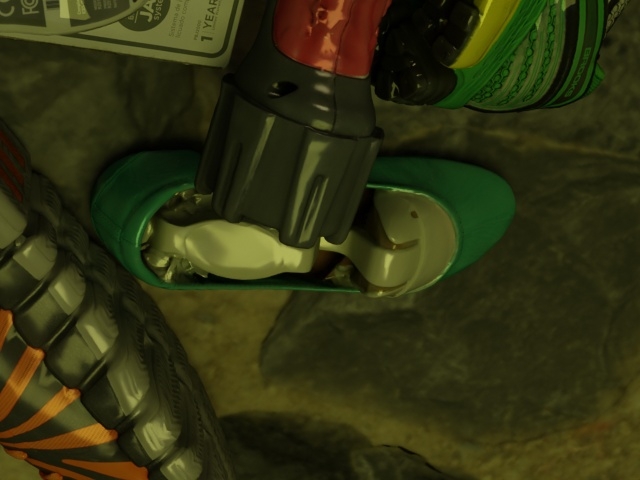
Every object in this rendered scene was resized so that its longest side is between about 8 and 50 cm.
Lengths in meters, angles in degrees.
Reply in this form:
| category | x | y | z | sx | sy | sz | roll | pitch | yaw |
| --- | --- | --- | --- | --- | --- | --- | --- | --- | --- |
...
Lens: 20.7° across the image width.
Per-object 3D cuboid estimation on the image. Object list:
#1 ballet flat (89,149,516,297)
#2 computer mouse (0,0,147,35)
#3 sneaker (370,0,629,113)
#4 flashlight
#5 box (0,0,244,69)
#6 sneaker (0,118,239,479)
| category | x | y | z | sx | sy | sz | roll | pitch | yaw |
| --- | --- | --- | --- | --- | --- | --- | --- | --- | --- |
| ballet flat | 0.000 | 0.000 | 0.952 | 0.247 | 0.087 | 0.083 | 2 | 118 | -17 |
| computer mouse | -0.165 | -0.119 | 0.763 | 0.193 | 0.042 | 0.106 | -5 | 116 | -6 |
| sneaker | 0.133 | -0.221 | 0.859 | 0.146 | 0.134 | 0.343 | 6 | 118 | -39 |
| flashlight | 0.025 | -0.146 | 0.790 | 0.103 | 0.103 | 0.304 | -12 | 123 | -62 |
| box | -0.169 | -0.188 | 0.798 | 0.290 | 0.087 | 0.169 | 5 | 117 | -19 |
| sneaker | -0.182 | 0.075 | 0.937 | 0.180 | 0.124 | 0.321 | -32 | 112 | 8 |
